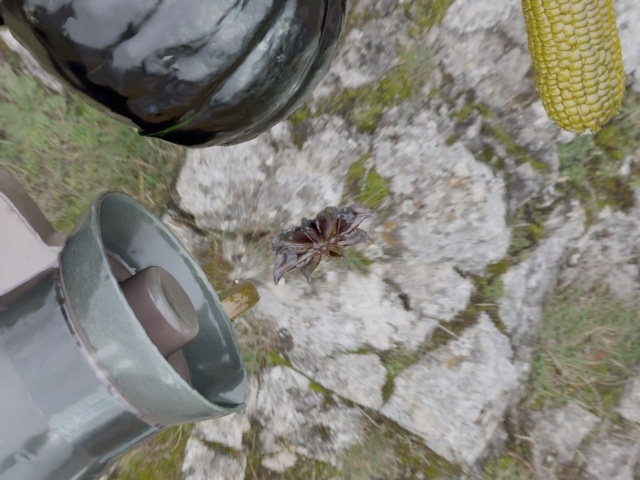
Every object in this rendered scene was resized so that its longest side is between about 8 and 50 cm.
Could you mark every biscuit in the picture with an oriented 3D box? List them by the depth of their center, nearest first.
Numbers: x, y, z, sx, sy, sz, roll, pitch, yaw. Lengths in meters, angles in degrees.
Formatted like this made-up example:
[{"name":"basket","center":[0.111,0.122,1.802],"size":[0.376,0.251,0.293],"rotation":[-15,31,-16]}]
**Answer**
[{"name":"biscuit","center":[-0.211,0.135,1.393],"size":[0.301,0.197,0.049],"rotation":[-27,98,4]}]

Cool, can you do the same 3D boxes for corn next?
[{"name":"corn","center":[0.247,-0.219,1.093],"size":[0.091,0.091,0.260],"rotation":[-17,131,10]}]

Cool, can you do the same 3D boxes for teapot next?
[{"name":"teapot","center":[-0.263,0.113,0.864],"size":[0.344,0.253,0.300],"rotation":[-32,108,9]}]

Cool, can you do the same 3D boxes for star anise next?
[{"name":"star anise","center":[0.000,0.000,1.245],"size":[0.141,0.141,0.042],"rotation":[-24,63,-5]}]

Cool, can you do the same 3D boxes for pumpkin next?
[{"name":"pumpkin","center":[-0.087,-0.215,0.728],"size":[0.295,0.296,0.296],"rotation":[0,88,-4]}]
